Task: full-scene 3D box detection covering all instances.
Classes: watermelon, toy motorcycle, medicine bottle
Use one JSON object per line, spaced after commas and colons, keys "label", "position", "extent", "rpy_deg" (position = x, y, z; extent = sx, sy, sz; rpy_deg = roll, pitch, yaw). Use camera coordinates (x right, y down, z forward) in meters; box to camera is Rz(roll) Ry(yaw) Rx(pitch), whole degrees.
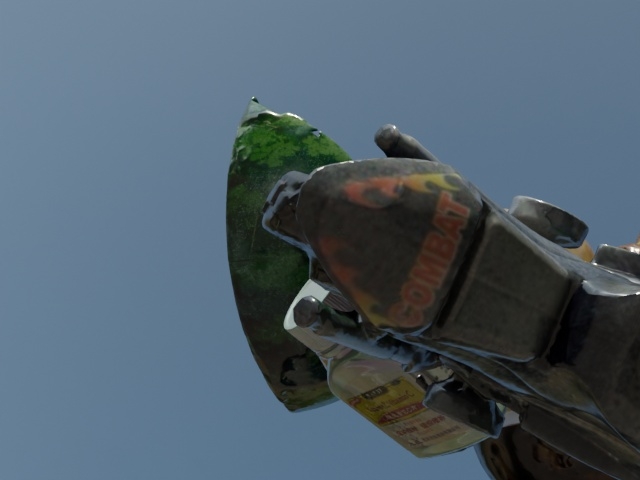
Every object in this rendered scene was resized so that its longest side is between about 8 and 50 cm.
{"label": "watermelon", "position": [0.024, 0.015, 1.495], "extent": [0.222, 0.319, 0.292], "rpy_deg": [-3, -36, 15]}
{"label": "toy motorcycle", "position": [0.118, 0.045, 0.486], "extent": [0.307, 0.173, 0.108], "rpy_deg": [25, -94, -10]}
{"label": "medicine bottle", "position": [0.041, 0.063, 0.645], "extent": [0.118, 0.055, 0.074], "rpy_deg": [39, -34, -14]}

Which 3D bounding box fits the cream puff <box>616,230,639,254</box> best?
{"label": "cream puff", "position": [0.415, 0.081, 1.264], "extent": [0.155, 0.241, 0.269], "rpy_deg": [120, -41, -67]}

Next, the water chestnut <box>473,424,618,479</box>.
{"label": "water chestnut", "position": [0.374, 0.237, 1.611], "extent": [0.350, 0.302, 0.350], "rpy_deg": [3, -79, 16]}

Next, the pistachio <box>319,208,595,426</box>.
{"label": "pistachio", "position": [0.138, 0.074, 1.157], "extent": [0.230, 0.308, 0.230], "rpy_deg": [18, -70, 61]}
